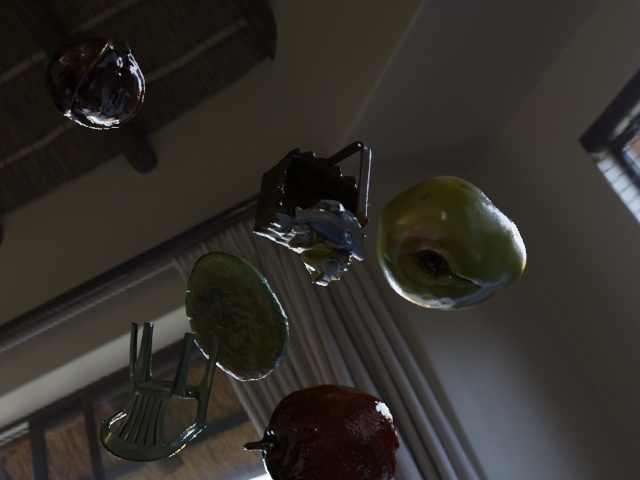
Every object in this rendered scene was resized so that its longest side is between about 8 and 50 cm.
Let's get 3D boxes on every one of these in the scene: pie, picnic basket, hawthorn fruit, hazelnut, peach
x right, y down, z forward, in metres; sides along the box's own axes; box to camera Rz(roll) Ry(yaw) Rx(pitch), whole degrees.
[{"bbox_3d":[-0.193,0.183,1.568,0.070,0.323,0.323,-31,-18,-50],"label":"pie"},{"bbox_3d":[0.006,-0.103,1.784,0.291,0.254,0.321,26,-31,-32],"label":"picnic basket"},{"bbox_3d":[0.001,0.330,1.092,0.249,0.215,0.215,11,-43,-11],"label":"hawthorn fruit"},{"bbox_3d":[-0.412,-0.287,1.239,0.160,0.202,0.170,7,-75,-1],"label":"hazelnut"},{"bbox_3d":[0.272,0.011,1.471,0.314,0.315,0.281,37,-69,-6],"label":"peach"}]

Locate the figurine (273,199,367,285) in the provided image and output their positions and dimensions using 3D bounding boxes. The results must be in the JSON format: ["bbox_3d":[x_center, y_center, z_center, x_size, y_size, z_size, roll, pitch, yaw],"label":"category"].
[{"bbox_3d":[0.000,0.000,1.412,0.208,0.128,0.184,17,-68,-6],"label":"figurine"}]

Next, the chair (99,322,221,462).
[{"bbox_3d":[-0.353,0.324,1.472,0.203,0.275,0.190,6,-7,10],"label":"chair"}]
